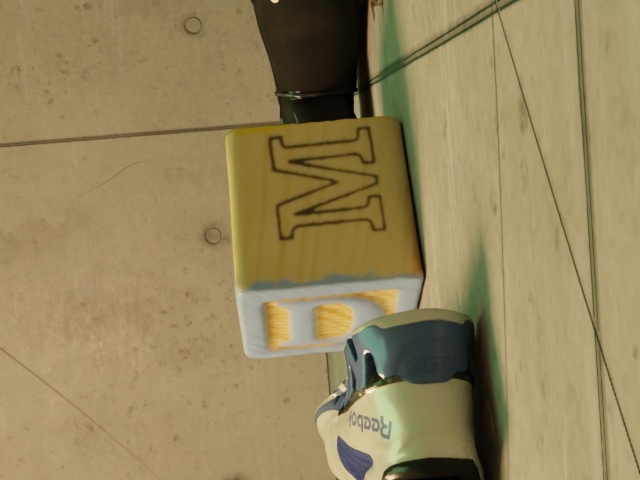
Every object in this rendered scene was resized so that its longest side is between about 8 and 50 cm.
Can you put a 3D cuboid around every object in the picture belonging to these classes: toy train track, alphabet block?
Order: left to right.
[{"bbox_3d":[0.000,0.000,1.233,0.192,0.193,0.197,94,171,-63],"label":"alphabet block"},{"bbox_3d":[0.063,-0.278,1.301,0.083,0.014,0.048,-74,-27,-82],"label":"toy train track"}]

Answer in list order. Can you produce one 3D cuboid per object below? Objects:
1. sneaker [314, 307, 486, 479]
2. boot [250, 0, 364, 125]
[{"bbox_3d":[0.065,0.201,0.924,0.315,0.127,0.182,94,173,-61],"label":"sneaker"},{"bbox_3d":[-0.004,-0.102,1.455,0.367,0.146,0.445,47,-139,-76],"label":"boot"}]
